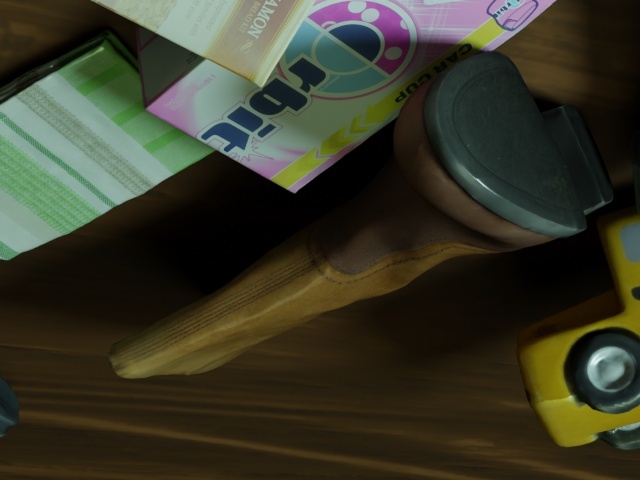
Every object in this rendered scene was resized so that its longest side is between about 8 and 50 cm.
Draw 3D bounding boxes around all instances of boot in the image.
[{"bbox_3d":[0.000,0.000,0.741,0.280,0.096,0.264,-24,179,19],"label":"boot"}]

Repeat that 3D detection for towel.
[{"bbox_3d":[-0.148,-0.049,0.752,0.152,0.023,0.113,-26,143,15],"label":"towel"}]

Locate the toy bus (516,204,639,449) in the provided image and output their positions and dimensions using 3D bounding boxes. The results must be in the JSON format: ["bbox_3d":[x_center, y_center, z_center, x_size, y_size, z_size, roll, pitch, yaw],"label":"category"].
[{"bbox_3d":[0.286,0.027,0.853,0.333,0.130,0.108,-17,154,12],"label":"toy bus"}]

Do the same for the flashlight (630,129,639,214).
[{"bbox_3d":[0.193,-0.104,0.698,0.103,0.103,0.304,-14,142,2],"label":"flashlight"}]

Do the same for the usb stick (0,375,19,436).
[{"bbox_3d":[-0.340,0.142,0.923,0.278,0.045,0.077,-18,142,8],"label":"usb stick"}]

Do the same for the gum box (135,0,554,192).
[{"bbox_3d":[0.013,-0.114,0.671,0.188,0.062,0.107,-35,137,28],"label":"gum box"}]

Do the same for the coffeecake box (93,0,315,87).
[{"bbox_3d":[-0.068,-0.166,0.532,0.185,0.068,0.142,26,131,-12],"label":"coffeecake box"}]
